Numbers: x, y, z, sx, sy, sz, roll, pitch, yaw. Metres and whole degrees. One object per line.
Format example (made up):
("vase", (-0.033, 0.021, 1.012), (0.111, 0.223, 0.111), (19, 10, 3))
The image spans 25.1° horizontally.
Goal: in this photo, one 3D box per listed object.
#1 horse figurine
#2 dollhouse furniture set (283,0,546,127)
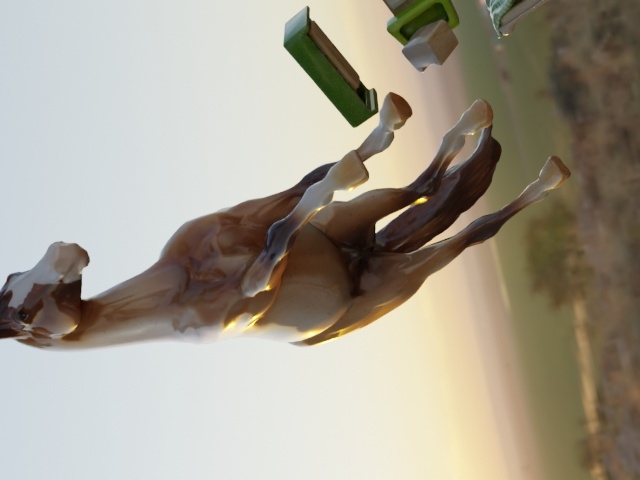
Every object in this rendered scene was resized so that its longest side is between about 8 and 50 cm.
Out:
("horse figurine", (0.000, 0.000, 0.625), (0.263, 0.174, 0.066), (-7, -115, -57))
("dollhouse furniture set", (0.059, -0.124, 0.702), (0.058, 0.152, 0.076), (50, -163, -20))
